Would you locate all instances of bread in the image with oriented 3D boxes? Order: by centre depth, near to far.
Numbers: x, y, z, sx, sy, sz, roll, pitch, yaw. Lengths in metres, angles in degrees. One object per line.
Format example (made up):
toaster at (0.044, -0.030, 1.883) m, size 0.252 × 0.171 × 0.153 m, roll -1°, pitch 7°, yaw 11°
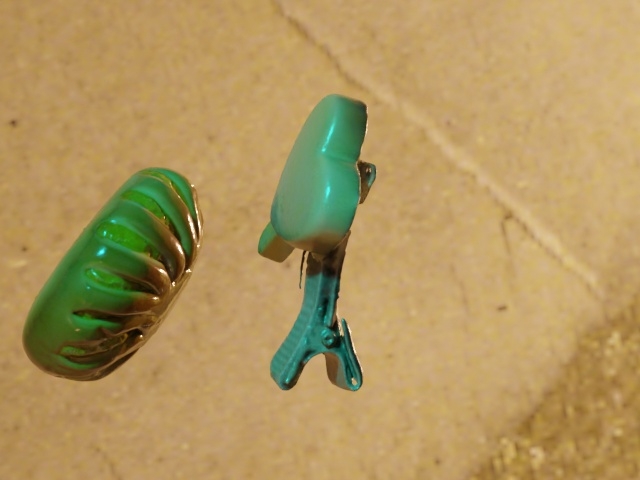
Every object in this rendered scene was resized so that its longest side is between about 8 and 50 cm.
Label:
bread at (-0.174, 0.032, 1.522) m, size 0.105 × 0.213 × 0.213 m, roll 35°, pitch 36°, yaw 2°

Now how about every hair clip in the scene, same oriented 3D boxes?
hair clip at (-0.002, -0.001, 1.275) m, size 0.071 × 0.159 × 0.218 m, roll 5°, pitch 97°, yaw -20°
